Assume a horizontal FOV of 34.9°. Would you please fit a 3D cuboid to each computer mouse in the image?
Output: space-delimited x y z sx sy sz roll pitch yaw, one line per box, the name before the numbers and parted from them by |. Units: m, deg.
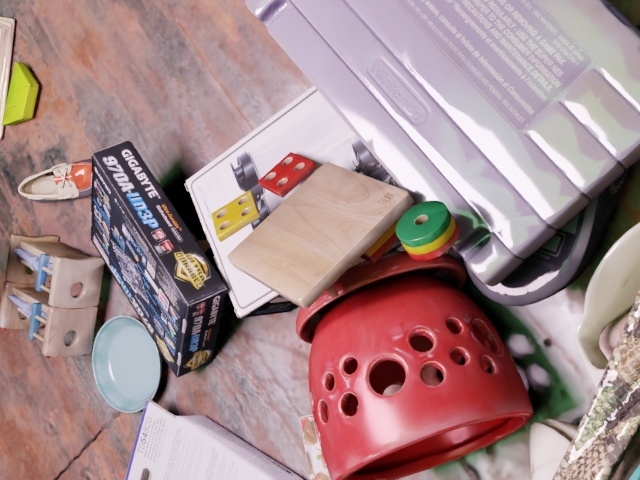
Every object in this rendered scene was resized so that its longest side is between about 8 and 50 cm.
computer mouse | 0.222 -0.065 0.898 0.188 0.072 0.272 27 94 34

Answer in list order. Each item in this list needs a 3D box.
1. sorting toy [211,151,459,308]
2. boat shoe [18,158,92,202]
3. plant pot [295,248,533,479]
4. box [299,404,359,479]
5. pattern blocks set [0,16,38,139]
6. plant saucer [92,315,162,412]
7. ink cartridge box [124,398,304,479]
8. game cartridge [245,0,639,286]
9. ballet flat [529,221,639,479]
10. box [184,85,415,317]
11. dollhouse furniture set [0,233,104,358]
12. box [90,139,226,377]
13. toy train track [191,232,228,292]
sorting toy | 0.000 0.000 0.899 0.132 0.046 0.274 -44 34 -14
boat shoe | -0.328 -0.076 1.302 0.137 0.043 0.049 -10 84 34
plant pot | 0.075 0.116 0.933 0.191 0.191 0.174 -36 63 31
box | 0.046 0.329 1.031 0.063 0.067 0.324 -14 82 35
pattern blocks set | -0.488 -0.233 1.423 0.285 0.026 0.325 32 109 31
plant saucer | -0.233 0.151 1.253 0.119 0.021 0.119 1 92 36
ink cartridge box | -0.139 0.324 1.175 0.224 0.045 0.223 25 105 34
game cartridge | 0.118 -0.166 0.882 0.230 0.068 0.355 -42 70 11
ballet flat | 0.269 0.131 0.832 0.182 0.164 0.483 32 105 54
box | 0.010 -0.057 1.033 0.290 0.087 0.169 -33 72 31
dollhouse furniture set | -0.386 0.068 1.249 0.129 0.183 0.129 19 103 44
box | -0.189 0.023 1.149 0.220 0.051 0.175 54 152 22
toy train track | -0.130 0.028 1.182 0.048 0.014 0.083 -39 75 22
